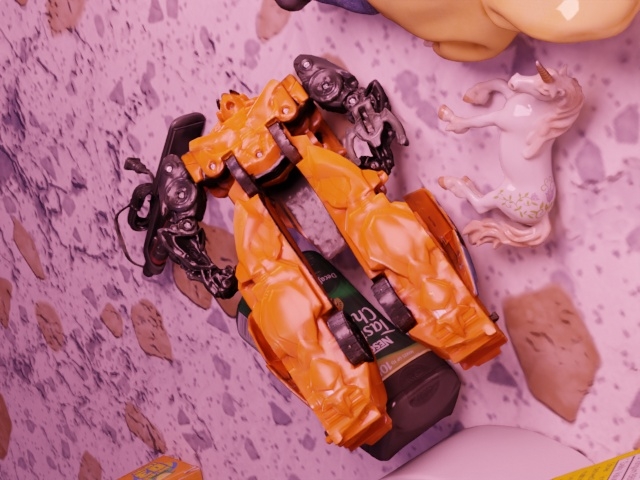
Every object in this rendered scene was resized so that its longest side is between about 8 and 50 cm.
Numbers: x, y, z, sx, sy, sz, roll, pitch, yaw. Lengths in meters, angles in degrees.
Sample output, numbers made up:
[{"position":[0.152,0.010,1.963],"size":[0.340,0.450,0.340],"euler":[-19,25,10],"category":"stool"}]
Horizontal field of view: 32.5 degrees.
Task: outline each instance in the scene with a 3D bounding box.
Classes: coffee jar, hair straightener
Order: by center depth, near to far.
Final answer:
[{"position":[0.022,0.093,0.895],"size":[0.184,0.096,0.079],"euler":[39,141,29],"category":"coffee jar"},{"position":[-0.156,-0.046,1.083],"size":[0.089,0.047,0.230],"euler":[51,143,19],"category":"hair straightener"}]

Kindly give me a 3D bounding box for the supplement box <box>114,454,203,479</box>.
[{"position":[-0.163,0.369,1.253],"size":[0.080,0.078,0.233],"euler":[8,113,50],"category":"supplement box"}]

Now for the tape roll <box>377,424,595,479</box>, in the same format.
[{"position":[0.147,0.290,0.846],"size":[0.286,0.100,0.286],"euler":[24,124,41],"category":"tape roll"}]

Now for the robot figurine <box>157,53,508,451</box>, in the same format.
[{"position":[0.000,0.000,0.831],"size":[0.211,0.085,0.291],"euler":[-36,64,7],"category":"robot figurine"}]

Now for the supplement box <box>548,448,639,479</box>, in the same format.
[{"position":[0.193,0.230,0.591],"size":[0.356,0.194,0.195],"euler":[-27,87,27],"category":"supplement box"}]

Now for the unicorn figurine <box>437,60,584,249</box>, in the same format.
[{"position":[0.130,-0.066,0.736],"size":[0.111,0.060,0.162],"euler":[16,135,43],"category":"unicorn figurine"}]

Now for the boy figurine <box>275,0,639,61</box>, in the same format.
[{"position":[0.071,-0.186,0.694],"size":[0.285,0.092,0.177],"euler":[18,154,41],"category":"boy figurine"}]
